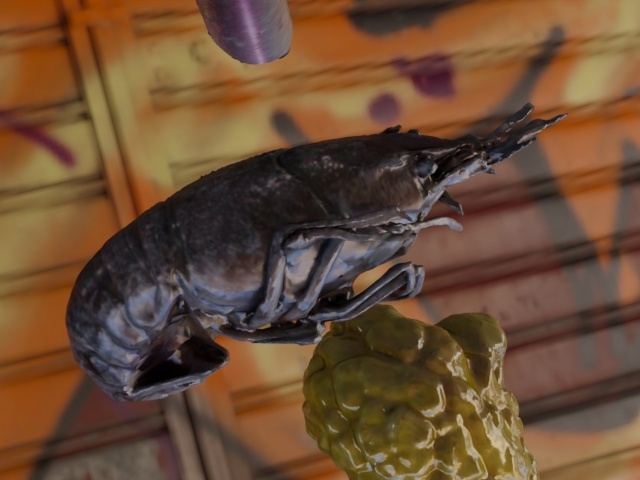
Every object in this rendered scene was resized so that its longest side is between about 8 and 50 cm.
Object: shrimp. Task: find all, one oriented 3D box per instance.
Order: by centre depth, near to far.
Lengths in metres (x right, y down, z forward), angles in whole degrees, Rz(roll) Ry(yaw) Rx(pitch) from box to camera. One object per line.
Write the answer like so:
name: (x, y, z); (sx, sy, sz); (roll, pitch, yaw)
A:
shrimp: (0.000, 0.000, 0.490); (0.165, 0.065, 0.056); (-18, -144, 2)

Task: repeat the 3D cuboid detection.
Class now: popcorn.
popcorn: (0.094, 0.144, 1.391); (0.203, 0.226, 0.200); (-43, 153, -25)

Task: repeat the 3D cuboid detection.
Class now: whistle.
whistle: (-0.029, -0.090, 0.537); (0.033, 0.033, 0.176); (-15, 174, 1)
